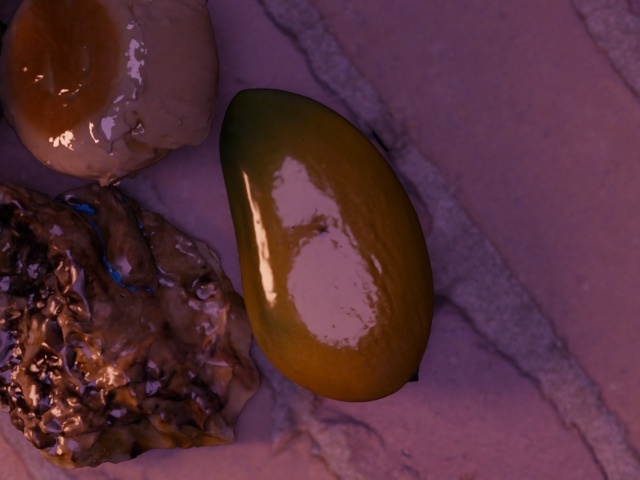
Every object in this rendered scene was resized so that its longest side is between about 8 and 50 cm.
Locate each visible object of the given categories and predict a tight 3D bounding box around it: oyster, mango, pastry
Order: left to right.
[{"bbox_3d":[-0.151,-0.119,0.781,0.166,0.088,0.165,1,92,31],"label":"pastry"},{"bbox_3d":[-0.154,0.064,0.814,0.223,0.083,0.214,1,94,-4],"label":"oyster"},{"bbox_3d":[0.007,0.001,0.798,0.137,0.091,0.237,-10,91,-3],"label":"mango"}]

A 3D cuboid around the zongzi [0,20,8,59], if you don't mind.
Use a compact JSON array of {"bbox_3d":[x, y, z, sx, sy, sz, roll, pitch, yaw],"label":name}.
[{"bbox_3d":[-0.382,-0.073,0.821,0.289,0.123,0.260,5,71,32],"label":"zongzi"}]
